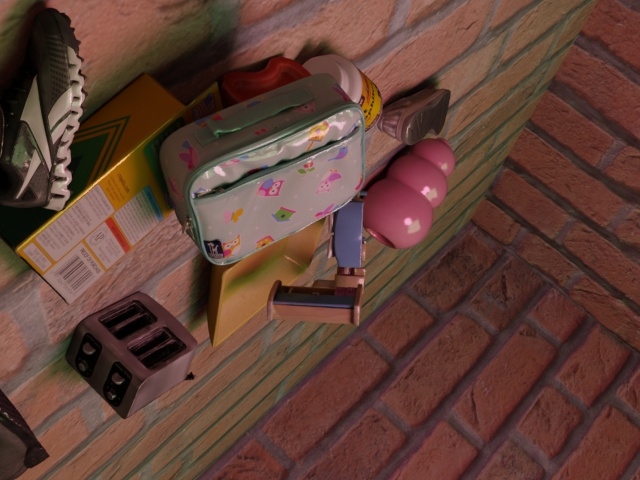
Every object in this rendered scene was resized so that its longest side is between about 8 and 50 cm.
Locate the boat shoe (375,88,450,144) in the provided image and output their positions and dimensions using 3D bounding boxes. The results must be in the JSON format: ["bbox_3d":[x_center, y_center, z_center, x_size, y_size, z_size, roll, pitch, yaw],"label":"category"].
[{"bbox_3d":[0.234,-0.310,1.824,0.320,0.103,0.118,-37,142,-53],"label":"boat shoe"}]

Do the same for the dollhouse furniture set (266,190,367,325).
[{"bbox_3d":[0.000,0.000,1.658,0.286,0.198,0.303,-70,162,-73],"label":"dollhouse furniture set"}]

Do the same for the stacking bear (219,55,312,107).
[{"bbox_3d":[-0.104,-0.126,1.228,0.175,0.164,0.289,-33,162,-45],"label":"stacking bear"}]

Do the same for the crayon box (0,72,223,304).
[{"bbox_3d":[-0.269,-0.080,1.008,0.323,0.083,0.203,-44,163,-16],"label":"crayon box"}]

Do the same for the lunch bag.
[{"bbox_3d":[-0.073,-0.095,1.013,0.279,0.108,0.224,-27,151,-16],"label":"lunch bag"}]

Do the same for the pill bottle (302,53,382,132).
[{"bbox_3d":[0.032,-0.258,1.332,0.117,0.117,0.215,-52,164,10],"label":"pill bottle"}]

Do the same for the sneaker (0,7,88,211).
[{"bbox_3d":[-0.311,-0.128,0.787,0.106,0.078,0.234,-10,131,-38],"label":"sneaker"}]

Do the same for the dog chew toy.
[{"bbox_3d":[0.256,-0.142,2.077,0.332,0.207,0.206,-55,165,-9],"label":"dog chew toy"}]

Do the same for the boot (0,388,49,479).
[{"bbox_3d":[-0.564,0.353,1.176,0.223,0.118,0.338,-36,156,-25],"label":"boot"}]

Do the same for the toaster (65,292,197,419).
[{"bbox_3d":[-0.327,0.201,1.340,0.186,0.168,0.110,-29,154,-49],"label":"toaster"}]

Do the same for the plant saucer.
[{"bbox_3d":[-0.133,0.044,1.659,0.333,0.081,0.332,-39,162,-32],"label":"plant saucer"}]
